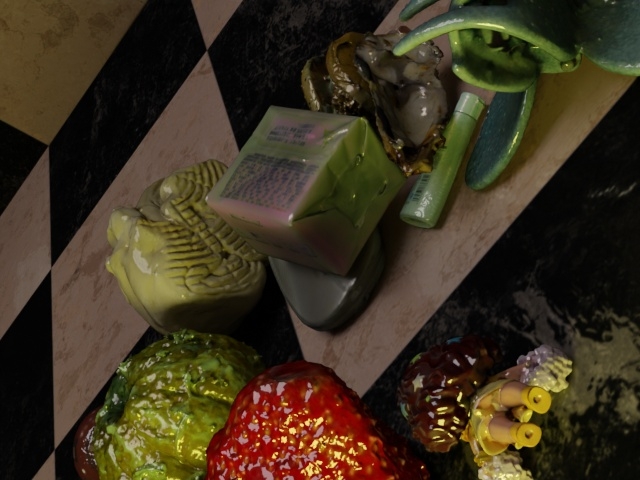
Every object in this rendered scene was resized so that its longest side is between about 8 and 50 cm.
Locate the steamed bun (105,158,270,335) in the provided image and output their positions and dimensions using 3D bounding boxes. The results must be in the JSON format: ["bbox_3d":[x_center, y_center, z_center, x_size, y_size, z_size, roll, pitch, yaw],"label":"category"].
[{"bbox_3d":[-0.216,0.029,1.908,0.203,0.276,0.289,-54,50,38],"label":"steamed bun"}]

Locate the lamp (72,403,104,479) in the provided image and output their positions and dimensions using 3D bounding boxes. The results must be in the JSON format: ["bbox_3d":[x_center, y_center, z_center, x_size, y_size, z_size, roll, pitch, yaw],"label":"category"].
[{"bbox_3d":[-0.313,0.334,1.906,0.157,0.156,0.135,-29,-15,-5],"label":"lamp"}]

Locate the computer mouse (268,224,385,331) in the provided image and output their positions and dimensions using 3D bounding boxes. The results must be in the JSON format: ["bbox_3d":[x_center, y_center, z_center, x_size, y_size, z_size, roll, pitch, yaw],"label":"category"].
[{"bbox_3d":[-0.005,-0.002,1.742,0.197,0.095,0.331,-58,27,14],"label":"computer mouse"}]

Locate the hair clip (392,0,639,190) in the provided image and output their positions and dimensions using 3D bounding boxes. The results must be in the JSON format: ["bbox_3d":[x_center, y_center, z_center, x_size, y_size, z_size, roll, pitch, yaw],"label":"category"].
[{"bbox_3d":[0.246,-0.304,1.441,0.392,0.238,0.318,-32,36,44],"label":"hair clip"}]

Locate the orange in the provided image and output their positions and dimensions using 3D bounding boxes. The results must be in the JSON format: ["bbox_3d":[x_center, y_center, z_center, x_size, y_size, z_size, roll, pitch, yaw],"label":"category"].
[{"bbox_3d":[-0.201,0.270,1.663,0.300,0.223,0.301,-35,32,46],"label":"orange"}]

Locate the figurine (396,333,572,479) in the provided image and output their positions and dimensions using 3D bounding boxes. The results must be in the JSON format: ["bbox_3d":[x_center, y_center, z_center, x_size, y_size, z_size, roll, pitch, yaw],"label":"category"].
[{"bbox_3d":[0.167,0.172,1.243,0.240,0.115,0.175,7,71,61],"label":"figurine"}]

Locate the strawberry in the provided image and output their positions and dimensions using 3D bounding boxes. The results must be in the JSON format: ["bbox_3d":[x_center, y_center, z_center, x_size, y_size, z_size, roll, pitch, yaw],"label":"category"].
[{"bbox_3d":[-0.014,0.279,1.288,0.261,0.257,0.261,-11,60,21],"label":"strawberry"}]

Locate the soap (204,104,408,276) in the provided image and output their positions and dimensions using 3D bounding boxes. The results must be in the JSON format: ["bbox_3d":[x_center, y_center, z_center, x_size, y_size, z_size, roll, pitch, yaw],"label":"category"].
[{"bbox_3d":[-0.019,-0.070,1.627,0.199,0.138,0.182,15,64,47],"label":"soap"}]

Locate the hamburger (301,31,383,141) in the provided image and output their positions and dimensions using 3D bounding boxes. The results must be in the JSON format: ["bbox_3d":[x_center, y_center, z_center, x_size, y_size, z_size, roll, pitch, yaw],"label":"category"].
[{"bbox_3d":[0.058,-0.210,1.758,0.113,0.185,0.177,-39,-4,30],"label":"hamburger"}]

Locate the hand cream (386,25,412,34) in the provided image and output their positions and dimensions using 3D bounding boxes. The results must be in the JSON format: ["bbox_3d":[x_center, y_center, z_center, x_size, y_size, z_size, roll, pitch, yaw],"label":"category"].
[{"bbox_3d":[0.077,-0.270,1.917,0.209,0.043,0.067,-40,31,45],"label":"hand cream"}]

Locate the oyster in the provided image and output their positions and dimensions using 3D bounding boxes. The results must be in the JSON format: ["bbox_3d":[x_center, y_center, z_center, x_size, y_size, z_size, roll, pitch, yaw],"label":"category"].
[{"bbox_3d":[0.108,-0.184,1.606,0.345,0.128,0.079,-94,19,-50],"label":"oyster"}]

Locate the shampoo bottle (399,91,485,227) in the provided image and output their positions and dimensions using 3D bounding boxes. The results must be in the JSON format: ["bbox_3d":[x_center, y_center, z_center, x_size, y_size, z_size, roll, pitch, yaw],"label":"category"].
[{"bbox_3d":[0.166,-0.109,1.598,0.191,0.041,0.069,-65,22,-9],"label":"shampoo bottle"}]
